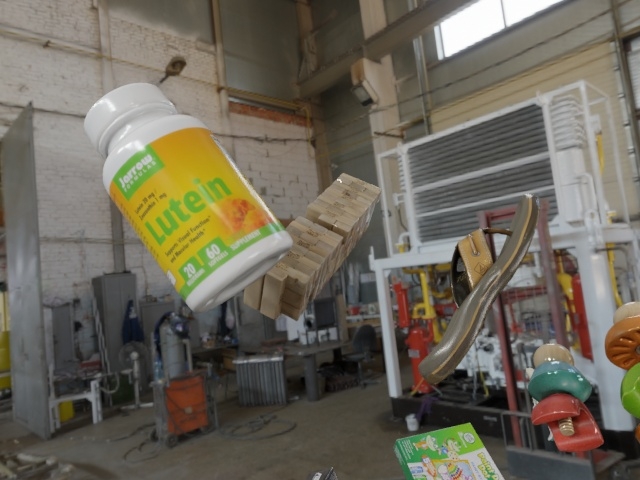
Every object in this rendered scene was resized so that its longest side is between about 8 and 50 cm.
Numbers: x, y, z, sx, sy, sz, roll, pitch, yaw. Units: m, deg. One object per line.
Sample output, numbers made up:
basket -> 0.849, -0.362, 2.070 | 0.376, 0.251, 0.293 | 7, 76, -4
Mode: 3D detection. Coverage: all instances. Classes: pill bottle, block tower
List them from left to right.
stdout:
pill bottle -> -0.155, -0.053, 0.511 | 0.136, 0.245, 0.136 | -37, -6, -5
block tower -> 0.000, 0.000, 0.777 | 0.091, 0.097, 0.335 | 26, 41, 14

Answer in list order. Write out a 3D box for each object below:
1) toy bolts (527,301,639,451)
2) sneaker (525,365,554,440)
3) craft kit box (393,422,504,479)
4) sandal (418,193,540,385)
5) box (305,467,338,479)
toy bolts -> 0.437, 0.215, 0.667 | 0.229, 0.218, 0.158 | -27, 25, 32
sneaker -> 0.492, 0.364, 0.994 | 0.075, 0.161, 0.057 | -34, -24, 14
craft kit box -> 0.364, 0.646, 1.227 | 0.247, 0.060, 0.249 | -3, 36, -18
sandal -> 0.147, 0.035, 0.430 | 0.060, 0.219, 0.090 | 32, -14, 20
box -> 0.017, 0.594, 0.793 | 0.060, 0.269, 0.216 | -25, -2, 24
